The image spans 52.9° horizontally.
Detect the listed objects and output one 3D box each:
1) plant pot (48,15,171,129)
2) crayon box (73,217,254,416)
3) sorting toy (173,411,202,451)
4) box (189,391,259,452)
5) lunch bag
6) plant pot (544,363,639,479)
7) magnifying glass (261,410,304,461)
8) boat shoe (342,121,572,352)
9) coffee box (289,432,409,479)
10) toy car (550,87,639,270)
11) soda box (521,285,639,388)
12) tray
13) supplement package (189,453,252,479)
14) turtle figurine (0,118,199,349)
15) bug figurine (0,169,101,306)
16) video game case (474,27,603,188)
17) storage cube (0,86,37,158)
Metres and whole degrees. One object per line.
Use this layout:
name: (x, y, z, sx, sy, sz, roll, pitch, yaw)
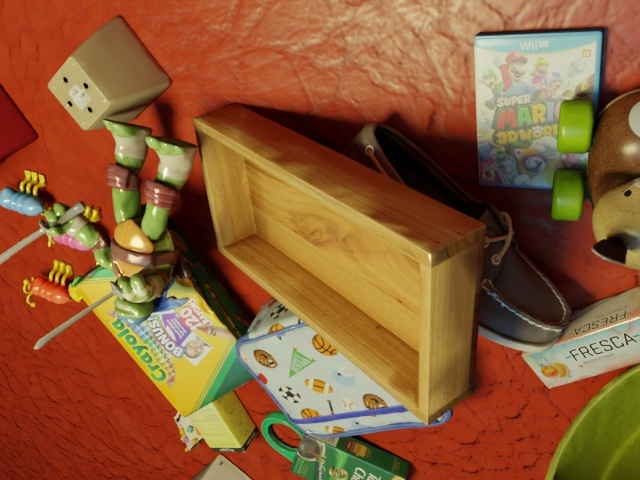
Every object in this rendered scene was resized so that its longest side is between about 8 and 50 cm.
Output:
plant pot: (-0.284, -0.207, 0.838, 0.109, 0.096, 0.109, -27, 105, 40)
crayon box: (-0.227, 0.124, 1.014, 0.165, 0.081, 0.278, -32, 104, 17)
sorting toy: (-0.265, 0.374, 1.284, 0.075, 0.045, 0.083, 51, 134, 16)
box: (-0.208, 0.282, 1.167, 0.087, 0.058, 0.232, -14, 115, 36)
lunch bag: (0.046, 0.174, 0.911, 0.303, 0.115, 0.243, -19, 113, 39)
plant pot: (0.484, 0.346, 0.649, 0.353, 0.366, 0.366, 42, 133, -18)
magnifying glass: (-0.022, 0.401, 1.170, 0.092, 0.026, 0.231, -27, 104, 39)
boat shoe: (0.154, -0.004, 0.722, 0.324, 0.116, 0.096, 41, 136, 6)
coffee box: (0.048, 0.384, 1.088, 0.184, 0.040, 0.113, 23, 126, 6)
toy car: (0.285, -0.035, 0.559, 0.155, 0.188, 0.149, 4, 124, 18)
soda box: (0.326, 0.107, 0.732, 0.183, 0.063, 0.058, -31, 103, 40)
tray: (0.000, 0.000, 0.721, 0.411, 0.076, 0.202, 35, 140, 44)
supplement package: (-0.211, 0.587, 1.322, 0.194, 0.149, 0.203, 40, 133, -1)
turtle figurine: (-0.270, -0.011, 0.801, 0.275, 0.198, 0.266, 10, 102, -25)
bug figurine: (-0.455, 0.024, 1.117, 0.216, 0.072, 0.279, 13, 127, 22)
video game case: (0.220, -0.130, 0.658, 0.119, 0.015, 0.166, 7, 124, 26)
storage cube: (-0.601, -0.165, 0.986, 0.184, 0.193, 0.215, -20, 111, 38)
